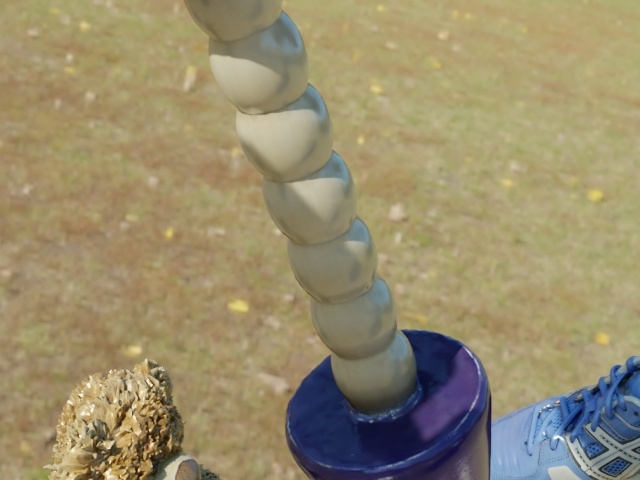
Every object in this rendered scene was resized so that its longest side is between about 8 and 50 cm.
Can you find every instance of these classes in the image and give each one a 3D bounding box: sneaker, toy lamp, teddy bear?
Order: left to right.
[{"bbox_3d":[-0.173,0.271,1.125,0.113,0.338,0.245,33,13,33],"label":"teddy bear"},{"bbox_3d":[0.000,0.000,0.442,0.080,0.275,0.080,-16,32,10],"label":"toy lamp"},{"bbox_3d":[0.170,0.100,0.753,0.211,0.081,0.080,-15,36,24],"label":"sneaker"}]
